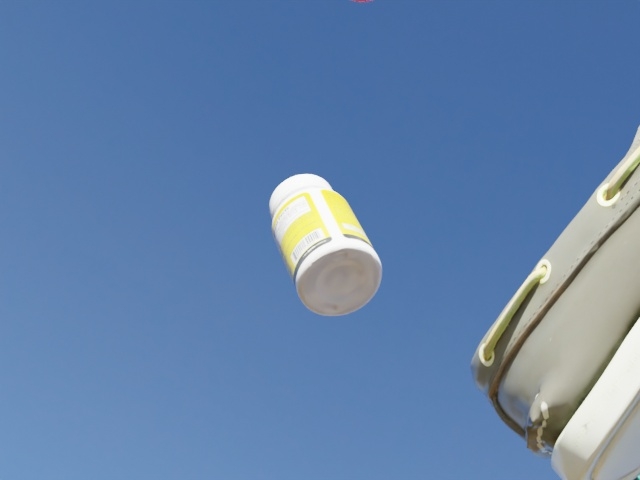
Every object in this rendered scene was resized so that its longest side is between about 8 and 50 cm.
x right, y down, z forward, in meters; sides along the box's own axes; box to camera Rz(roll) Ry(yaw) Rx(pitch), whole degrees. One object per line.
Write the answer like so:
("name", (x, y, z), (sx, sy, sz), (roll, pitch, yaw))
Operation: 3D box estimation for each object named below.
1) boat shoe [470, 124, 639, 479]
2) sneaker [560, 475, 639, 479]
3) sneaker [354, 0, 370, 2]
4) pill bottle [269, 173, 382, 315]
("boat shoe", (0.180, -0.026, 0.494), (0.109, 0.305, 0.091), (21, 16, -50))
("sneaker", (0.337, 0.204, 1.070), (0.110, 0.275, 0.107), (47, -27, 25))
("sneaker", (0.038, -0.364, 1.064), (0.102, 0.111, 0.252), (-4, -82, 20))
("pill bottle", (0.000, 0.000, 1.488), (0.119, 0.208, 0.119), (-9, -55, -12))
